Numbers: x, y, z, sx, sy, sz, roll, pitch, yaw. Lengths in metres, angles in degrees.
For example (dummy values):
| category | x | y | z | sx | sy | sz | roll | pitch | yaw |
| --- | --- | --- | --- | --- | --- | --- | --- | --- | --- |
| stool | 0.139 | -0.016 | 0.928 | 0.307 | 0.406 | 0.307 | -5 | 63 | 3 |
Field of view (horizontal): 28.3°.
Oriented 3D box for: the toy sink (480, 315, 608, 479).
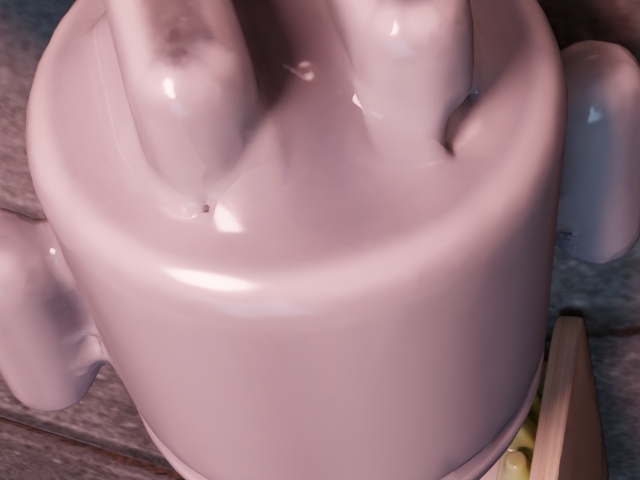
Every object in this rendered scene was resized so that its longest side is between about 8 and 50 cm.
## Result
| category | x | y | z | sx | sy | sz | roll | pitch | yaw |
| --- | --- | --- | --- | --- | --- | --- | --- | --- | --- |
| toy sink | 0.100 | 0.163 | 0.799 | 0.131 | 0.152 | 0.234 | 3 | 147 | 19 |

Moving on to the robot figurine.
| category | x | y | z | sx | sy | sz | roll | pitch | yaw |
| --- | --- | --- | --- | --- | --- | --- | --- | --- | --- |
| robot figurine | 0.000 | 0.000 | 0.544 | 0.300 | 0.199 | 0.353 | -12 | 145 | -3 |
